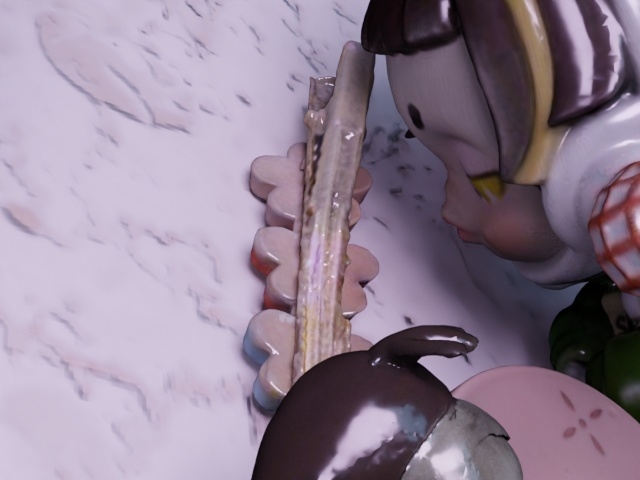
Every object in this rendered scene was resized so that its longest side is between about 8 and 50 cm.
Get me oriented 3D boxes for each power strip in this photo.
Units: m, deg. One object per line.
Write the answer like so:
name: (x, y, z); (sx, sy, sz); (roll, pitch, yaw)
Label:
power strip: (0.080, 0.131, 0.611); (0.154, 0.078, 0.154); (22, 47, -26)

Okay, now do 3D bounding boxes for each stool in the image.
stool: (0.008, 0.128, 0.494); (0.121, 0.125, 0.217); (37, 62, -4)

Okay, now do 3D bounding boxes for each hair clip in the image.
hair clip: (-0.002, 0.003, 0.678); (0.062, 0.056, 0.214); (16, 55, -14)

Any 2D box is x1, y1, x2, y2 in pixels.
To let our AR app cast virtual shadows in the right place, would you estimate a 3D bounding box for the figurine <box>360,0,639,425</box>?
figurine: (0.144, -0.019, 0.688); (0.370, 0.167, 0.281); (61, -1, -12)
